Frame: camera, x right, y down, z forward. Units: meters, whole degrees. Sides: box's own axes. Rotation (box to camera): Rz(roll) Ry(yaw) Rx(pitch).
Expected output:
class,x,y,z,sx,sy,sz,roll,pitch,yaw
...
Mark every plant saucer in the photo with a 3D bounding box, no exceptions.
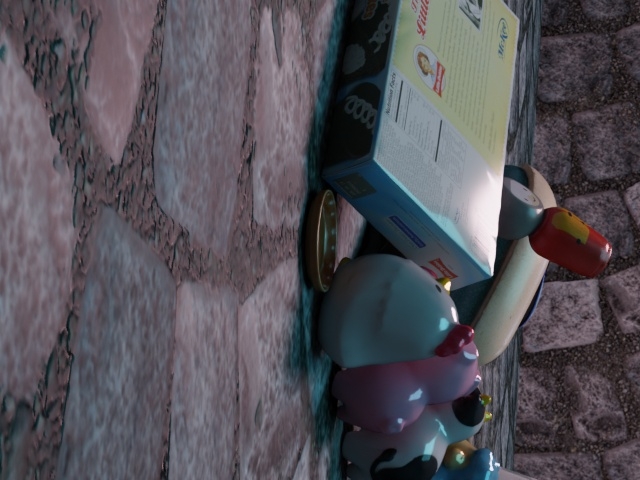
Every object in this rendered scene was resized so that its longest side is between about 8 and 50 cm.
class,x,y,z,sx,sy,sz,roll,pitch,yaw
plant saucer,0.000,0.000,1.289,0.083,0.013,0.084,2,90,-80

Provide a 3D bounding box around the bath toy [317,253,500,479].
class,x,y,z,sx,sy,sz,roll,pitch,yaw
bath toy,0.090,0.132,1.431,0.348,0.129,0.151,75,34,-53

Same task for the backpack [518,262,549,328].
class,x,y,z,sx,sy,sz,roll,pitch,yaw
backpack,0.211,0.028,2.020,0.117,0.158,0.173,-106,-154,-65

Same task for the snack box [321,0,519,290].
class,x,y,z,sx,sy,sz,roll,pitch,yaw
snack box,0.099,-0.137,1.442,0.187,0.060,0.322,43,44,-36

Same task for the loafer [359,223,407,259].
class,x,y,z,sx,sy,sz,roll,pitch,yaw
loafer,0.083,0.026,1.543,0.220,0.078,0.080,-68,157,-59

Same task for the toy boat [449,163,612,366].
class,x,y,z,sx,sy,sz,roll,pitch,yaw
toy boat,0.195,0.008,1.775,0.268,0.148,0.318,-65,-168,-19

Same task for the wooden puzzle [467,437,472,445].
class,x,y,z,sx,sy,sz,roll,pitch,yaw
wooden puzzle,0.099,0.320,1.664,0.221,0.044,0.239,76,36,-63

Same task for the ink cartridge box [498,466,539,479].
class,x,y,z,sx,sy,sz,roll,pitch,yaw
ink cartridge box,0.194,0.412,1.639,0.198,0.197,0.270,-52,155,-52
